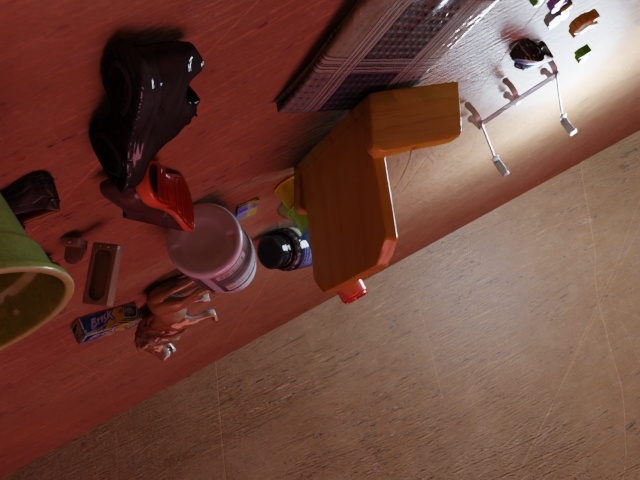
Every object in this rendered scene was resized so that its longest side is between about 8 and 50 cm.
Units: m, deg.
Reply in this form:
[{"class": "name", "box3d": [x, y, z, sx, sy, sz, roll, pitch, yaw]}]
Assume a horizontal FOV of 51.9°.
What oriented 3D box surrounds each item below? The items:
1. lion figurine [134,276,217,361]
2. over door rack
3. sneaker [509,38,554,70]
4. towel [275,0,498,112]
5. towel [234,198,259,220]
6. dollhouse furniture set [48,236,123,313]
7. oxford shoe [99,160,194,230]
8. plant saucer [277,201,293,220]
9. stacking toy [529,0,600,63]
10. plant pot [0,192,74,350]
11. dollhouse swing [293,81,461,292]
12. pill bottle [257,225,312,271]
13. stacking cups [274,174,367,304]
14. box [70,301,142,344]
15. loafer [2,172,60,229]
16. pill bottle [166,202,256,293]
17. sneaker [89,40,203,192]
[{"class": "lion figurine", "box3d": [-0.413, 0.186, 1.816, 0.240, 0.142, 0.392, -17, 149, -17]}, {"class": "over door rack", "box3d": [0.528, -0.334, 1.749, 0.239, 0.108, 0.324, -32, 145, 12]}, {"class": "sneaker", "box3d": [0.474, -0.414, 1.507, 0.162, 0.063, 0.073, -13, 163, -48]}, {"class": "towel", "box3d": [0.110, -0.331, 1.125, 0.312, 0.056, 0.324, -13, 162, -41]}, {"class": "towel", "box3d": [-0.174, -0.072, 1.552, 0.060, 0.009, 0.083, -23, 166, -20]}, {"class": "dollhouse furniture set", "box3d": [-0.461, 0.062, 1.175, 0.151, 0.144, 0.123, 6, 171, 11]}, {"class": "oxford shoe", "box3d": [-0.298, -0.072, 1.174, 0.098, 0.097, 0.271, -10, 164, 7]}, {"class": "plant saucer", "box3d": [0.003, -0.113, 1.705, 0.240, 0.037, 0.241, -27, 167, -7]}, {"class": "stacking toy", "box3d": [0.424, -0.413, 1.180, 0.052, 0.167, 0.221, -32, 167, 13]}, {"class": "plant pot", "box3d": [-0.447, -0.009, 0.704, 0.276, 0.254, 0.276, -27, 167, -7]}, {"class": "dollhouse swing", "box3d": [0.133, -0.095, 1.342, 0.315, 0.305, 0.347, -15, 169, -31]}, {"class": "pill bottle", "box3d": [-0.073, 0.021, 1.856, 0.122, 0.123, 0.219, -38, 164, 33]}, {"class": "stacking cups", "box3d": [0.000, 0.000, 1.514, 0.096, 0.316, 0.096, -25, 166, -7]}, {"class": "box", "box3d": [-0.561, 0.217, 1.728, 0.168, 0.054, 0.059, -16, 162, -45]}, {"class": "loafer", "box3d": [-0.466, -0.035, 0.980, 0.170, 0.061, 0.062, -30, 168, 9]}, {"class": "pill bottle", "box3d": [-0.233, 0.030, 1.481, 0.161, 0.161, 0.283, -28, 167, -4]}, {"class": "sneaker", "box3d": [-0.234, -0.163, 0.907, 0.130, 0.109, 0.286, -27, 170, -35]}]
